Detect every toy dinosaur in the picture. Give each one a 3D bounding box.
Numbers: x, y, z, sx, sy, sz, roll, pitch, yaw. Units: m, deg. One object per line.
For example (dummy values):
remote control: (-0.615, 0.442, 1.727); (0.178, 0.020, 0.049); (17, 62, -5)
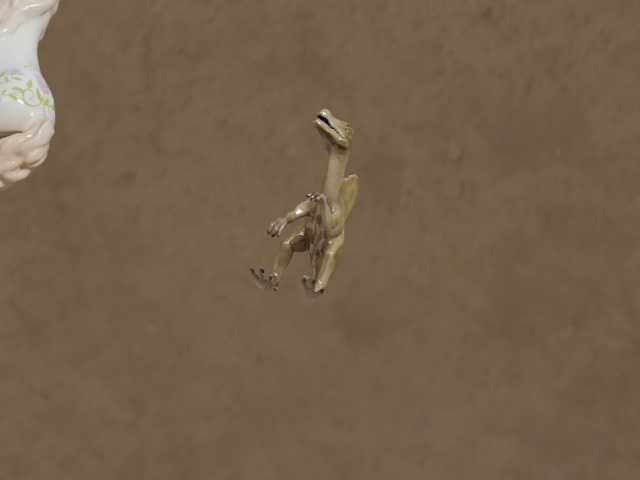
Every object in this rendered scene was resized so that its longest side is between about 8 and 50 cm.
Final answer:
toy dinosaur: (0.000, 0.000, 1.287); (0.053, 0.092, 0.183); (27, 141, 15)

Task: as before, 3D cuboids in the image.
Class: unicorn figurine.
unicorn figurine: (-0.145, -0.076, 0.824); (0.111, 0.162, 0.060); (-34, 149, 14)
